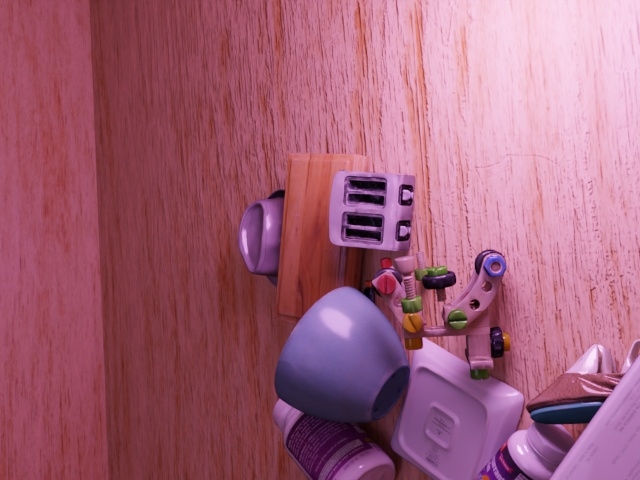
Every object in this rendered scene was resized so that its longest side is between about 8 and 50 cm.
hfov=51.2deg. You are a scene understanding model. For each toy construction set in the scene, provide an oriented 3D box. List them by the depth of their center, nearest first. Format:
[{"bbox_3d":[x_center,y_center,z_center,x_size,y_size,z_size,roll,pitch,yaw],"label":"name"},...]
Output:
[{"bbox_3d":[0.223,0.150,1.290,0.309,0.257,0.237,-176,74,-70],"label":"toy construction set"}]

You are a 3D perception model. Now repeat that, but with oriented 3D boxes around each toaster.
[{"bbox_3d":[0.106,-0.068,1.438,0.185,0.110,0.168,6,94,20],"label":"toaster"}]

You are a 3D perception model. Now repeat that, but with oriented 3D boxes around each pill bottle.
[{"bbox_3d":[0.360,0.406,1.179,0.108,0.108,0.193,51,126,37],"label":"pill bottle"},{"bbox_3d":[0.019,0.472,1.539,0.301,0.169,0.169,39,118,43],"label":"pill bottle"}]

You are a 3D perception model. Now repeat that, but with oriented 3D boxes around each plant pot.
[{"bbox_3d":[0.072,0.272,1.414,0.195,0.290,0.290,31,113,30],"label":"plant pot"}]

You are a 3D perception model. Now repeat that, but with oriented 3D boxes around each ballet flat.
[{"bbox_3d":[0.484,0.219,1.046,0.342,0.116,0.124,-21,52,47],"label":"ballet flat"}]

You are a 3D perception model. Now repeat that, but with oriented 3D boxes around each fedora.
[{"bbox_3d":[-0.135,0.000,1.763,0.243,0.124,0.275,8,96,50],"label":"fedora"}]

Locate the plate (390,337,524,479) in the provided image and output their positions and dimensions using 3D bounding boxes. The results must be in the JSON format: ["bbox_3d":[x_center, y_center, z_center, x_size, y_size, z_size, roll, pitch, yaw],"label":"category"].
[{"bbox_3d":[0.256,0.376,1.354,0.277,0.045,0.278,26,110,46],"label":"plate"}]

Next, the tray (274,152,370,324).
[{"bbox_3d":[0.000,0.000,1.601,0.202,0.076,0.411,6,93,38],"label":"tray"}]

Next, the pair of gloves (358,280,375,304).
[{"bbox_3d":[0.097,0.133,1.572,0.083,0.010,0.074,-14,78,46],"label":"pair of gloves"}]

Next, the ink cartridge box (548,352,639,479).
[{"bbox_3d":[0.541,0.316,0.842,0.385,0.091,0.308,36,97,25],"label":"ink cartridge box"}]
